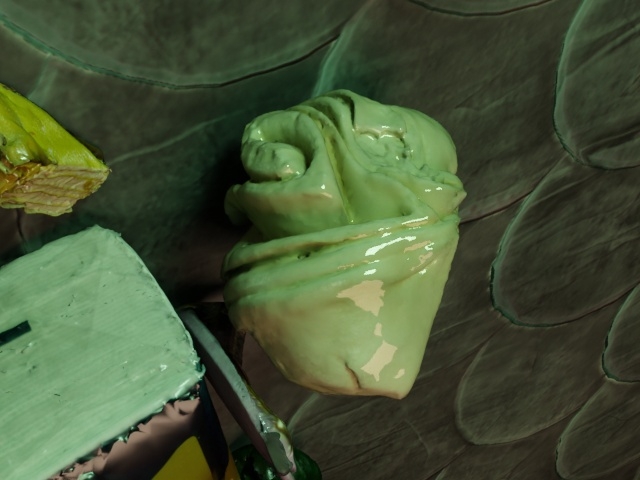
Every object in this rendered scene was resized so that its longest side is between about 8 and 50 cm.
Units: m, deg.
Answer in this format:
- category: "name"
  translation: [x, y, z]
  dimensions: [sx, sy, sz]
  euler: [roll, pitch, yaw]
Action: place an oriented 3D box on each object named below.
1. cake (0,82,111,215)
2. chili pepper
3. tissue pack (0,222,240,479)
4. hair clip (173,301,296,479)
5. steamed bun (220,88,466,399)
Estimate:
- category: "cake"
  translation: [-0.257, -0.080, 0.954]
  dimensions: [0.079, 0.116, 0.185]
  euler: [-41, 176, 13]
- category: "chili pepper"
  translation: [-0.097, 0.352, 1.473]
  dimensions: [0.174, 0.165, 0.261]
  euler: [-36, 144, 19]
- category: "tissue pack"
  translation: [-0.230, 0.226, 1.137]
  dimensions: [0.264, 0.253, 0.417]
  euler: [-28, 145, -14]
- category: "hair clip"
  translation: [-0.088, 0.122, 1.090]
  dimensions: [0.095, 0.359, 0.110]
  euler: [5, 104, -14]
- category: "steamed bun"
  translation: [0.001, 0.000, 1.069]
  dimensions: [0.203, 0.289, 0.276]
  euler: [19, 162, -11]
